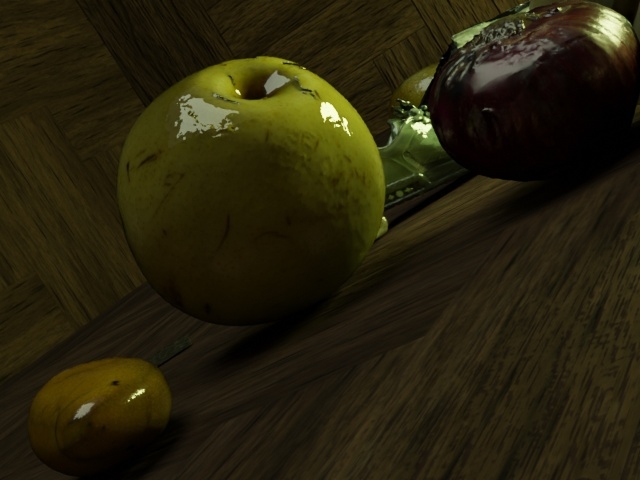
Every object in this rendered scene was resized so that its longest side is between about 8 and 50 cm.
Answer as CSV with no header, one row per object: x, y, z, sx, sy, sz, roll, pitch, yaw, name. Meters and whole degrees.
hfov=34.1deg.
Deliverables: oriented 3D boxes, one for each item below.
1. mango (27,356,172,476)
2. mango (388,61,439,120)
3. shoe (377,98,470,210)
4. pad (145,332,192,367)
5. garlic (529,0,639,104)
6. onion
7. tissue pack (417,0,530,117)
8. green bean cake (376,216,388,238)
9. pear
-0.233,0.191,1.112,0.157,0.108,0.262,-24,9,-15,mango
0.290,-0.317,2.246,0.329,0.176,0.176,-28,52,36,mango
0.174,-0.160,1.579,0.293,0.149,0.109,-28,2,-5,shoe
-0.310,0.223,1.685,0.235,0.003,0.158,-33,6,-8,pad
0.415,-0.304,1.259,0.313,0.286,0.249,-38,-18,-13,garlic
0.239,-0.161,1.158,0.246,0.190,0.246,-18,22,7,onion
0.320,-0.304,1.906,0.245,0.123,0.332,-27,-12,-13,tissue pack
0.000,0.000,1.530,0.179,0.085,0.109,-34,7,-21,green bean cake
-0.089,-0.063,1.314,0.348,0.348,0.348,-32,6,4,pear
